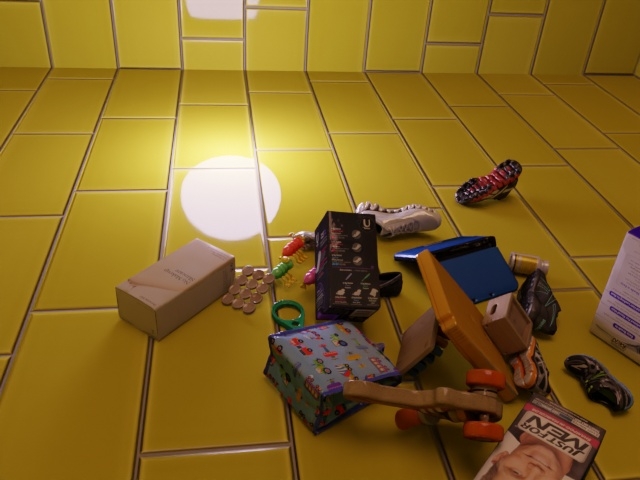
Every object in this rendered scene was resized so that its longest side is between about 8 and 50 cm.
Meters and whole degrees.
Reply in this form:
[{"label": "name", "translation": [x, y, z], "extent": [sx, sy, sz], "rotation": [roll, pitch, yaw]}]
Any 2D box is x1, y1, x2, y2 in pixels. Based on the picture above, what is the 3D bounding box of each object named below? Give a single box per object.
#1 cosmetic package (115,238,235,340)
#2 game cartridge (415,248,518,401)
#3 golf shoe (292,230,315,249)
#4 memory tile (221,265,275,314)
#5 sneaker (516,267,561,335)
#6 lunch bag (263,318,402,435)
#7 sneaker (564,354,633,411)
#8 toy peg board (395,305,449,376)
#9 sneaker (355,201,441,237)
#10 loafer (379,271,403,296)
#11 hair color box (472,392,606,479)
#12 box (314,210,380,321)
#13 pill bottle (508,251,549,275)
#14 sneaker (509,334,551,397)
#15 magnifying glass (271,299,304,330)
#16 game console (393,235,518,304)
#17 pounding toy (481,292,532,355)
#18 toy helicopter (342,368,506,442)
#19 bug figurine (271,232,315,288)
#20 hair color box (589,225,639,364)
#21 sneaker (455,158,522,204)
[{"label": "cosmetic package", "translation": [-0.395, 0.128, 1.768], "extent": [0.160, 0.113, 0.309], "rotation": [23, 37, 26]}, {"label": "game cartridge", "translation": [0.360, 0.209, 1.584], "extent": [0.052, 0.324, 0.285], "rotation": [-35, 29, 17]}, {"label": "golf shoe", "translation": [0.000, 0.000, 2.049], "extent": [0.176, 0.069, 0.086], "rotation": [15, 28, 13]}, {"label": "memory tile", "translation": [-0.206, 0.141, 1.819], "extent": [0.113, 0.012, 0.148], "rotation": [17, 54, 23]}, {"label": "sneaker", "translation": [0.636, 0.182, 1.843], "extent": [0.106, 0.101, 0.267], "rotation": [32, 36, 1]}, {"label": "lunch bag", "translation": [0.045, 0.299, 1.544], "extent": [0.293, 0.138, 0.221], "rotation": [-16, 42, -35]}, {"label": "sneaker", "translation": [0.689, 0.354, 1.586], "extent": [0.078, 0.067, 0.188], "rotation": [-11, 39, -32]}, {"label": "toy peg board", "translation": [0.274, 0.268, 1.607], "extent": [0.079, 0.161, 0.161], "rotation": [31, 41, -7]}, {"label": "sneaker", "translation": [0.259, -0.055, 2.136], "extent": [0.292, 0.110, 0.118], "rotation": [2, 40, 11]}, {"label": "loafer", "translation": [0.134, 0.128, 1.855], "extent": [0.223, 0.078, 0.076], "rotation": [-6, 34, -14]}, {"label": "hair color box", "translation": [0.447, 0.488, 1.324], "extent": [0.173, 0.105, 0.347], "rotation": [25, 40, 29]}, {"label": "box", "translation": [0.069, 0.074, 1.734], "extent": [0.143, 0.165, 0.271], "rotation": [3, 70, -13]}, {"label": "pill bottle", "translation": [0.658, 0.077, 2.003], "extent": [0.116, 0.065, 0.065], "rotation": [10, 34, 9]}, {"label": "sneaker", "translation": [0.541, 0.323, 1.621], "extent": [0.083, 0.084, 0.215], "rotation": [37, 30, -3]}, {"label": "magnifying glass", "translation": [-0.064, 0.237, 1.722], "extent": [0.092, 0.026, 0.231], "rotation": [-11, 35, -22]}, {"label": "game console", "translation": [0.420, 0.095, 1.985], "extent": [0.293, 0.174, 0.250], "rotation": [-13, 6, -25]}, {"label": "pounding toy", "translation": [0.491, 0.224, 1.680], "extent": [0.100, 0.130, 0.141], "rotation": [-27, 16, 36]}, {"label": "toy helicopter", "translation": [0.221, 0.356, 1.401], "extent": [0.354, 0.235, 0.140], "rotation": [10, 68, -4]}, {"label": "bug figurine", "translation": [-0.032, 0.064, 1.892], "extent": [0.279, 0.072, 0.216], "rotation": [10, 38, 31]}, {"label": "hair color box", "translation": [0.863, 0.147, 1.671], "extent": [0.110, 0.339, 0.185], "rotation": [-17, 39, -32]}, {"label": "sneaker", "translation": [0.633, -0.193, 2.384], "extent": [0.276, 0.135, 0.098], "rotation": [-28, 53, -6]}]
